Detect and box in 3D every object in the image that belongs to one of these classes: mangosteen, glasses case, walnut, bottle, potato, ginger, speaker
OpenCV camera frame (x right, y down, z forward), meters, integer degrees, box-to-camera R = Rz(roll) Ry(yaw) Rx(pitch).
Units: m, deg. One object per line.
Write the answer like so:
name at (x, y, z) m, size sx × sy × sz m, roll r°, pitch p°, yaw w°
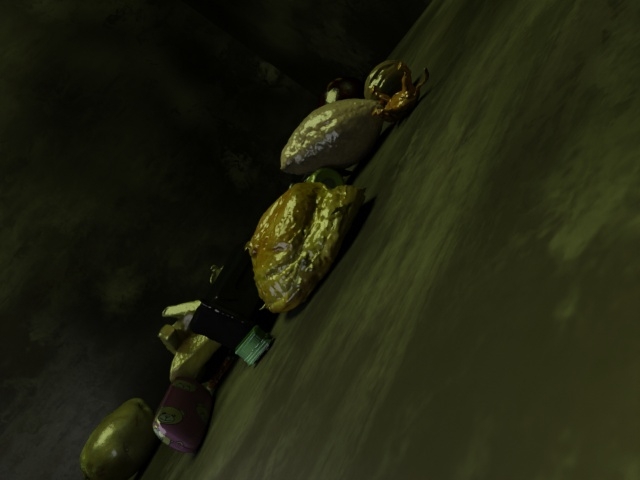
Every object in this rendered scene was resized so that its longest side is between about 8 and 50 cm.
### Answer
mangosteen at (0.133, -0.466, 2.008) m, size 0.289 × 0.231 × 0.231 m, roll -24°, pitch 13°, yaw 7°
glasses case at (-0.336, 0.423, 1.448) m, size 0.076 × 0.123 × 0.316 m, roll -55°, pitch 7°, yaw 4°
walnut at (0.205, -0.472, 1.789) m, size 0.162 × 0.140 × 0.140 m, roll -39°, pitch 11°, yaw 9°
bottle at (-0.013, -0.133, 1.787) m, size 0.112 × 0.112 × 0.260 m, roll -59°, pitch 8°, yaw -20°
potato at (-0.712, 0.729, 2.110) m, size 0.243 × 0.221 × 0.326 m, roll -38°, pitch 6°, yaw 32°
ginger at (-0.344, 0.212, 1.727) m, size 0.358 × 0.211 × 0.413 m, roll -48°, pitch 20°, yaw 23°
speaker at (-0.190, 0.118, 1.512) m, size 0.388 × 0.180 × 0.184 m, roll -68°, pitch 2°, yaw -51°

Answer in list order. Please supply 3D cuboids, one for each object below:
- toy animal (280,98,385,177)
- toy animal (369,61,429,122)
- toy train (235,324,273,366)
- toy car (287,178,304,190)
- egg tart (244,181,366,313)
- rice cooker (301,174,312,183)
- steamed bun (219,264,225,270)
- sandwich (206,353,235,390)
toy animal at (0.052, -0.308, 1.740) m, size 0.358 × 0.188 × 0.226 m, roll -25°, pitch -16°, yaw 29°
toy animal at (0.217, -0.370, 1.513) m, size 0.255 × 0.116 × 0.114 m, roll 163°, pitch 118°, yaw -69°
toy train at (-0.149, 0.237, 1.315) m, size 0.093 × 0.056 × 0.038 m, roll -50°, pitch 5°, yaw 22°
toy car at (-0.122, -0.100, 2.298) m, size 0.301 × 0.118 × 0.193 m, roll -58°, pitch 0°, yaw -10°
egg tart at (-0.061, 0.002, 1.320) m, size 0.339 × 0.153 × 0.351 m, roll -60°, pitch 19°, yaw -8°
rice cooker at (-0.009, -0.173, 1.931) m, size 0.165 × 0.112 × 0.106 m, roll -49°, pitch 4°, yaw 36°
steamed bun at (-0.268, 0.122, 2.209) m, size 0.218 × 0.144 × 0.211 m, roll -22°, pitch -9°, yaw -43°
sandwich at (-0.295, 0.380, 1.711) m, size 0.135 × 0.029 × 0.067 m, roll -53°, pitch 7°, yaw 10°
